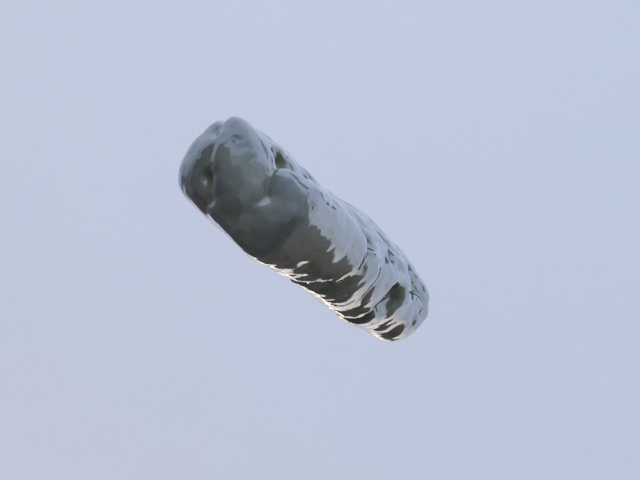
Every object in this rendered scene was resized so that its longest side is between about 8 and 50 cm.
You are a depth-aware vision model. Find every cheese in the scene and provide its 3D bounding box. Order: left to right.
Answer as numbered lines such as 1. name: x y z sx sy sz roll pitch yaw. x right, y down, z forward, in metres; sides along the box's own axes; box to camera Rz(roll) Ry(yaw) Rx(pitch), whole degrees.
1. cheese: 0.000 0.000 0.762 0.065 0.043 0.194 40 0 24
